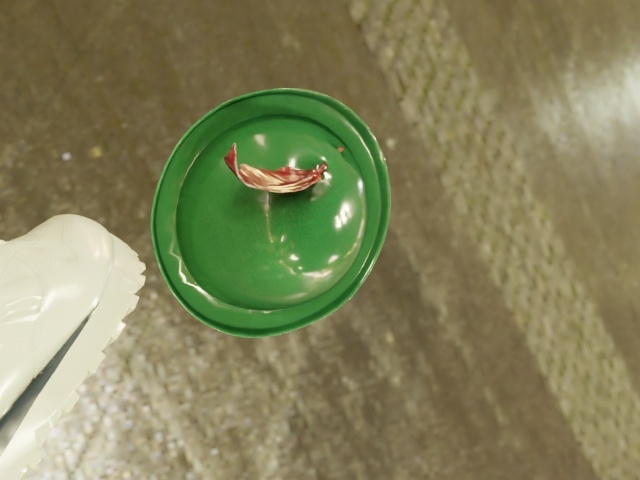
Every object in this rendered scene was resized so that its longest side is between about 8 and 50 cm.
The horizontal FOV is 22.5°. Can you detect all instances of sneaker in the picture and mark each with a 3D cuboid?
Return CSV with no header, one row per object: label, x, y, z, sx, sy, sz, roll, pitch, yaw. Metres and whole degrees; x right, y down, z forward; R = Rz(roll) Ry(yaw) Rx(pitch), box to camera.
sneaker,-0.143,0.041,0.633,0.095,0.090,0.235,40,27,-10

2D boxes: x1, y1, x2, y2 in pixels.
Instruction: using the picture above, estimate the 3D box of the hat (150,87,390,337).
hat,0.000,0.000,1.013,0.208,0.183,0.173,-8,106,-28
